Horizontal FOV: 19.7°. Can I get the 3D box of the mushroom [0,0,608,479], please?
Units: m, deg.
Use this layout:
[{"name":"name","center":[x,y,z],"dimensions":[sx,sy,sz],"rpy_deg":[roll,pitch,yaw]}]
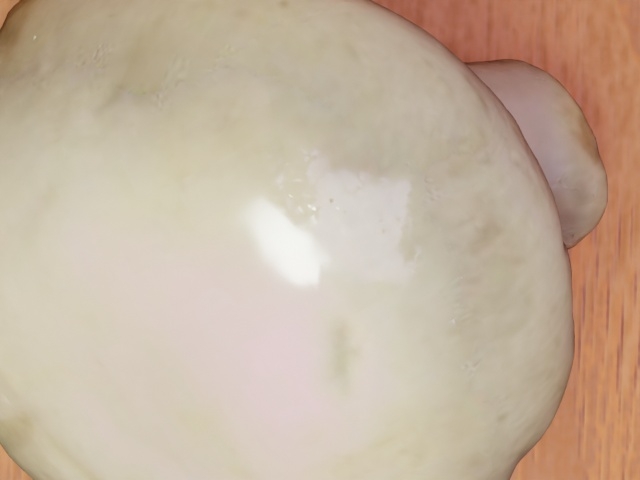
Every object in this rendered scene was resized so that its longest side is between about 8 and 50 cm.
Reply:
[{"name":"mushroom","center":[-0.014,0.028,0.856],"dimensions":[0.356,0.315,0.315],"rpy_deg":[24,85,-34]}]
